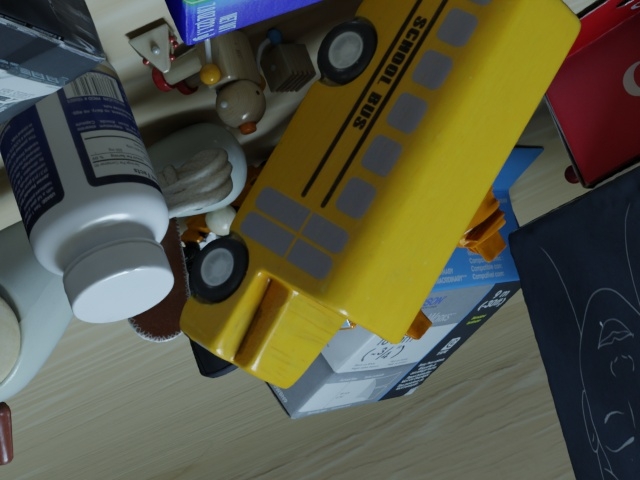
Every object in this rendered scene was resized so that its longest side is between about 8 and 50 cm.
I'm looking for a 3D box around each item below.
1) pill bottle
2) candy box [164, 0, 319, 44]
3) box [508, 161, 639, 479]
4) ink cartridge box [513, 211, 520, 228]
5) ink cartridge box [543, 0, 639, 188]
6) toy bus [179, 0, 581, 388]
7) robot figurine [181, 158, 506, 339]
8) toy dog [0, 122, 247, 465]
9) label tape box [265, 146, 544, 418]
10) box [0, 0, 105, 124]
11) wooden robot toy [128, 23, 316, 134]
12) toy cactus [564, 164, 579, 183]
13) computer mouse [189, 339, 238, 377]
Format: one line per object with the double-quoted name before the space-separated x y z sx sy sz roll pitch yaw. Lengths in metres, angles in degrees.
"pill bottle" -0.157 -0.034 1.011 0.094 0.169 0.094 -18 155 -9
"candy box" 0.062 -0.241 0.719 0.317 0.122 0.268 -21 165 -10
"box" 0.448 0.140 1.343 0.297 0.471 0.480 -10 171 -21
"ink cartridge box" 0.132 0.011 1.832 0.207 0.046 0.097 -28 163 21
"ink cartridge box" 0.369 -0.170 1.383 0.309 0.130 0.272 -33 161 36
"toy bus" 0.040 -0.046 1.070 0.108 0.130 0.332 32 88 -51
"robot figurine" 0.000 0.000 1.253 0.291 0.085 0.211 7 -138 49
"toy dog" -0.187 0.050 1.169 0.334 0.161 0.220 -25 -162 -2
"label tape box" 0.108 0.046 1.655 0.241 0.106 0.333 -4 143 -53
"box" -0.311 -0.081 0.831 0.307 0.076 0.242 -28 164 18
"wooden robot toy" -0.065 -0.107 1.085 0.076 0.079 0.173 -31 162 29
"toy cactus" 0.382 -0.122 1.633 0.219 0.112 0.180 -10 158 -17
"computer mouse" -0.109 0.050 1.432 0.184 0.060 0.262 -30 -158 24
